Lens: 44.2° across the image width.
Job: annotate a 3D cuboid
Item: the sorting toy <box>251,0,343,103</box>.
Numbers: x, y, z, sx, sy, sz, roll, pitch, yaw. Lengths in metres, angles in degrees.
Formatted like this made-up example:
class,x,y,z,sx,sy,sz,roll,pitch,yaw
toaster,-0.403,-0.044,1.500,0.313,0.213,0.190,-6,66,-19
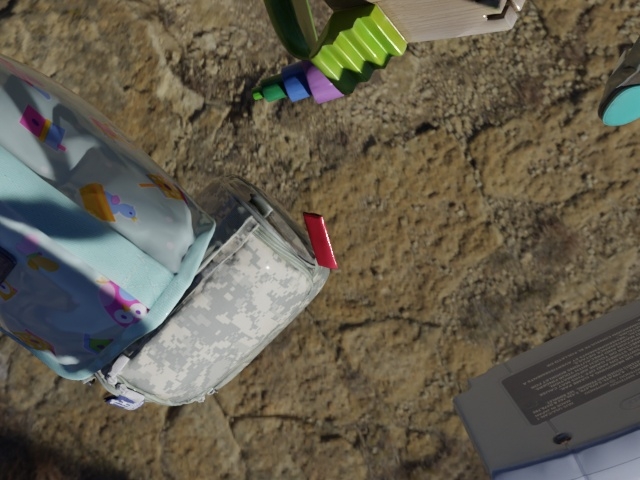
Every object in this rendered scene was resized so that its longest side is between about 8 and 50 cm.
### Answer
class,x,y,z,sx,sy,sz,roll,pitch,yaw
sorting toy,-0.084,-0.239,0.789,0.126,0.127,0.365,-16,154,11

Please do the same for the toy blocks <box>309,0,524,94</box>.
class,x,y,z,sx,sy,sz,roll,pitch,yaw
toy blocks,0.157,-0.294,0.575,0.191,0.261,0.381,41,68,-39

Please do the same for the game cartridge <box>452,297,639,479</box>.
class,x,y,z,sx,sy,sz,roll,pitch,yaw
game cartridge,0.261,0.114,0.641,0.294,0.196,0.060,-26,97,4

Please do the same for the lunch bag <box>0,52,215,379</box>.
class,x,y,z,sx,sy,sz,roll,pitch,yaw
lunch bag,-0.199,-0.028,0.536,0.223,0.262,0.160,40,83,-15

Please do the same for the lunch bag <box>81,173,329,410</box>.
class,x,y,z,sx,sy,sz,roll,pitch,yaw
lunch bag,-0.158,0.066,1.029,0.305,0.256,0.212,-44,78,4

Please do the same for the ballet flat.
class,x,y,z,sx,sy,sz,roll,pitch,yaw
ballet flat,0.380,-0.205,0.914,0.072,0.213,0.068,-1,74,-3

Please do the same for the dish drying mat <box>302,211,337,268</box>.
class,x,y,z,sx,sy,sz,roll,pitch,yaw
dish drying mat,0.000,0.000,0.997,0.032,0.008,0.083,14,134,38
